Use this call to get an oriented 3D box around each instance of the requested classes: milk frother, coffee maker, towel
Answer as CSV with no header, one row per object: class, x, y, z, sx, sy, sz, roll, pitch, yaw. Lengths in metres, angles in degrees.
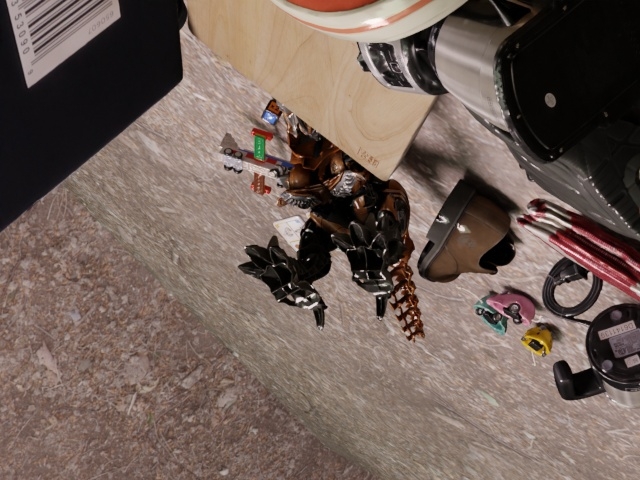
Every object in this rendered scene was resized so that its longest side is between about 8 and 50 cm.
milk frother,0.306,0.097,1.243,0.129,0.143,0.135,-4,160,16
coffee maker,0.135,-0.144,0.775,0.178,0.171,0.120,37,139,53
towel,0.343,0.067,1.042,0.329,0.037,0.237,33,-176,24

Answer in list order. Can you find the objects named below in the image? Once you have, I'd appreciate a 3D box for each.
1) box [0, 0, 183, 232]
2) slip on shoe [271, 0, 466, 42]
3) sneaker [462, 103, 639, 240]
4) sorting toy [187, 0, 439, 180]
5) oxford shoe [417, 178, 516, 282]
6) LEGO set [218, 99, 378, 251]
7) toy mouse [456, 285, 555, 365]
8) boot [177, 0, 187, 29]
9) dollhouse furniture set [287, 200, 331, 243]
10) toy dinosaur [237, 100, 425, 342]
box,-0.397,-0.334,1.023,0.472,0.297,0.480,32,148,20
slip on shoe,-0.020,-0.214,0.602,0.101,0.123,0.331,44,-169,-51
sneaker,0.185,-0.091,0.940,0.286,0.109,0.130,44,171,-11
sorting toy,0.005,-0.198,1.065,0.255,0.089,0.257,38,166,4
oxford shoe,0.167,0.014,1.326,0.096,0.082,0.227,30,166,7
LEGO set,-0.022,-0.085,1.528,0.182,0.060,0.244,-15,127,41
toy mouse,0.238,0.090,1.475,0.143,0.031,0.161,36,165,9
boot,-0.271,-0.337,1.288,0.246,0.094,0.207,39,170,22
dollhouse furniture set,0.000,0.000,1.672,0.091,0.081,0.114,34,164,18
toy dinosaur,0.044,-0.025,1.265,0.322,0.218,0.164,43,129,-11
